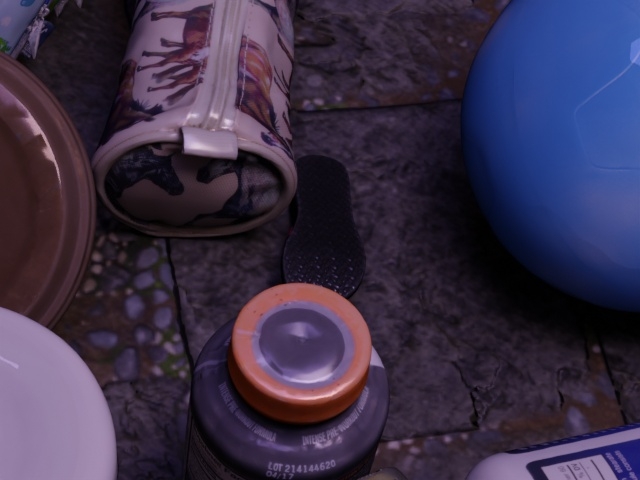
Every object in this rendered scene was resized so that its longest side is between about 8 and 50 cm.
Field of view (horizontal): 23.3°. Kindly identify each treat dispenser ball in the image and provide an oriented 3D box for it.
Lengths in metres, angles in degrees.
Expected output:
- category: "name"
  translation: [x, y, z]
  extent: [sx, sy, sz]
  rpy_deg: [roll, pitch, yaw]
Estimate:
- category: "treat dispenser ball"
  translation: [0.253, -0.088, 1.204]
  extent: [0.288, 0.288, 0.288]
  rpy_deg: [4, 55, -6]

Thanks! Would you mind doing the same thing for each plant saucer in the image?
- category: "plant saucer"
  translation: [-0.305, -0.022, 1.140]
  extent: [0.278, 0.041, 0.277]
  rpy_deg: [0, 89, -5]

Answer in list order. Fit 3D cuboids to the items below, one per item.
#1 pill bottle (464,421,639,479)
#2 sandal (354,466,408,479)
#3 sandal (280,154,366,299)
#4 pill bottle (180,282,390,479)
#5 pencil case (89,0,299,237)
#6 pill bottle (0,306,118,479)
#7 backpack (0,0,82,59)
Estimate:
- category: "pill bottle"
  translation: [0.185, 0.210, 1.071]
  extent: [0.265, 0.153, 0.153]
  rpy_deg: [-9, 58, -14]
- category: "sandal"
  translation: [-0.019, 0.281, 0.983]
  extent: [0.086, 0.120, 0.302]
  rpy_deg: [28, 83, 17]
- category: "sandal"
  translation: [0.000, 0.000, 1.264]
  extent: [0.067, 0.040, 0.179]
  rpy_deg: [10, 40, -8]
- category: "pill bottle"
  translation: [-0.025, 0.128, 1.040]
  extent: [0.130, 0.245, 0.130]
  rpy_deg: [4, 55, -6]
- category: "pencil case"
  translation: [-0.085, -0.191, 1.290]
  extent: [0.160, 0.183, 0.410]
  rpy_deg: [8, 56, -4]
- category: "pill bottle"
  translation: [-0.214, 0.194, 0.914]
  extent: [0.188, 0.334, 0.188]
  rpy_deg: [4, 56, -5]
- category: "backpack"
  translation: [-0.300, -0.287, 1.255]
  extent: [0.290, 0.355, 0.273]
  rpy_deg: [37, 15, 11]
